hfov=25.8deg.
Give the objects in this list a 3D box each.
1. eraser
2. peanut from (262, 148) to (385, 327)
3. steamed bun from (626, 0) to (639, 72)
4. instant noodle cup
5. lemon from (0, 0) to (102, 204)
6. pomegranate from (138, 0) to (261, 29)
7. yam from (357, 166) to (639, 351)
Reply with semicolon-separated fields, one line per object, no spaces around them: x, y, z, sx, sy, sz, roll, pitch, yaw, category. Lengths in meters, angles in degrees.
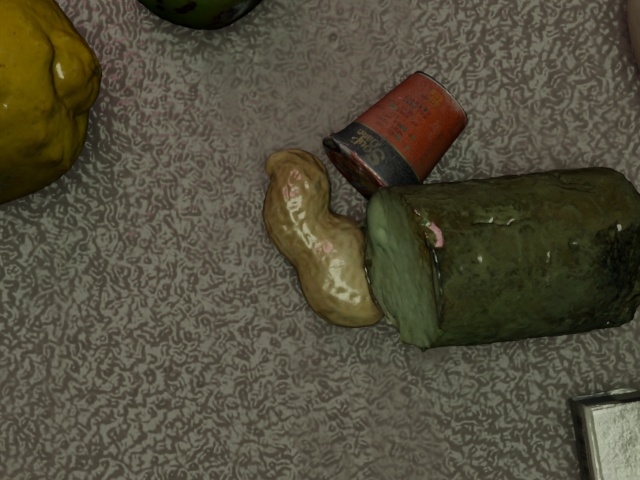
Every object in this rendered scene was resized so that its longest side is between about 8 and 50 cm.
0.367;0.376;1.600;0.096;0.098;0.404;-9;90;-2;eraser
0.000;0.000;1.597;0.104;0.085;0.228;-32;90;-11;peanut
0.443;-0.204;1.569;0.146;0.164;0.242;-23;89;-3;steamed bun
0.091;-0.115;1.588;0.127;0.127;0.136;44;80;-1;instant noodle cup
-0.402;-0.161;1.500;0.316;0.285;0.285;17;90;25;lemon
-0.149;-0.346;1.553;0.202;0.202;0.248;-42;61;-1;pomegranate
0.206;0.019;1.525;0.300;0.195;0.195;-5;90;-24;yam
